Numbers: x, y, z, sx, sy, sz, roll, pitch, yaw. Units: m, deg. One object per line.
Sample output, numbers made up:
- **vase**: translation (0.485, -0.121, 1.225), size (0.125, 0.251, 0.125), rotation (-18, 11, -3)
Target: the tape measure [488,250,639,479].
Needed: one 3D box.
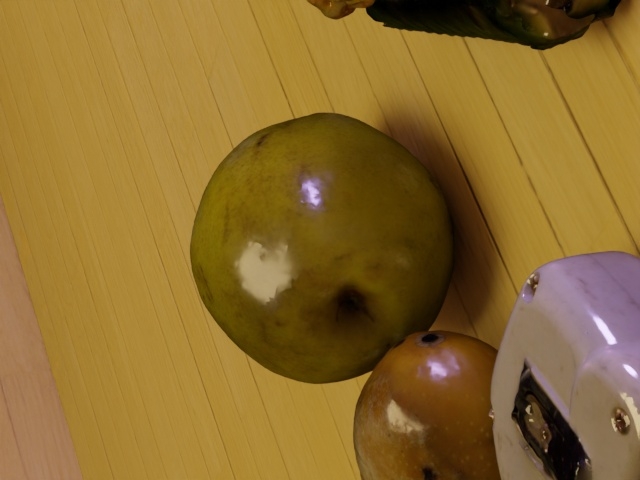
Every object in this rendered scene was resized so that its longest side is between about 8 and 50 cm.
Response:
- **tape measure**: translation (0.225, 0.161, 1.398), size (0.265, 0.130, 0.258), rotation (-125, 32, -49)

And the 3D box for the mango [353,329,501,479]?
- **mango**: translation (0.119, 0.208, 1.655), size (0.329, 0.176, 0.176), rotation (83, -170, -60)

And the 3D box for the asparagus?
- **asparagus**: translation (0.121, -0.226, 1.524), size (0.108, 0.128, 0.382), rotation (-58, 23, -5)

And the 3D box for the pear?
- **pear**: translation (0.000, 0.000, 1.747), size (0.307, 0.253, 0.253), rotation (-112, 23, -55)

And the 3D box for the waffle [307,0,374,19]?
- **waffle**: translation (0.040, -0.288, 1.520), size (0.211, 0.055, 0.160), rotation (-69, 24, 9)
